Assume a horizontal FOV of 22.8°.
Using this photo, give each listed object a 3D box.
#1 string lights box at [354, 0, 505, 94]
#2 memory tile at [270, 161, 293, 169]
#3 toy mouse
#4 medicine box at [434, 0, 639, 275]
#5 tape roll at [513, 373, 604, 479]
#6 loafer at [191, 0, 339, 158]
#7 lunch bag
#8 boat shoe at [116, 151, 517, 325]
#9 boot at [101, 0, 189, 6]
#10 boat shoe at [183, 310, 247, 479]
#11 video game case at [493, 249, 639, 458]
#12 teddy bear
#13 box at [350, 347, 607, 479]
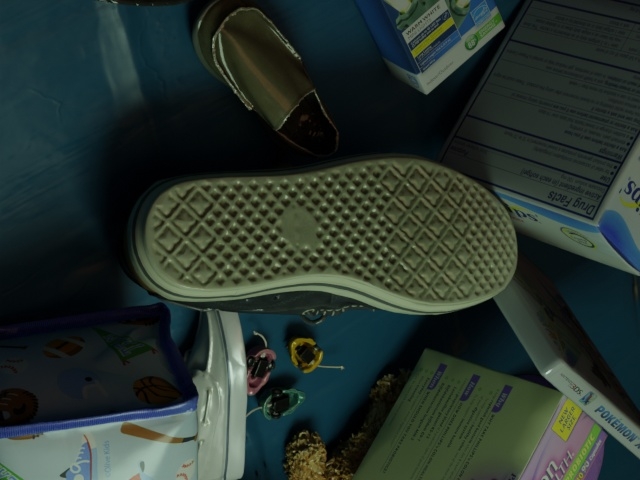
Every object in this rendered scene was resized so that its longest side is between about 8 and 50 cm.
[{"bbox_3d":[0.100,-0.307,1.799,0.133,0.076,0.260,-42,133,-11],"label":"string lights box"},{"bbox_3d":[-0.067,-0.014,1.874,0.148,0.012,0.113,-45,134,-9],"label":"memory tile"},{"bbox_3d":[-0.063,0.172,1.969,0.143,0.031,0.161,-51,135,-5],"label":"toy mouse"},{"bbox_3d":[0.328,-0.142,1.923,0.149,0.263,0.289,36,81,-45],"label":"medicine box"},{"bbox_3d":[0.283,0.335,2.307,0.274,0.090,0.275,-20,126,-30],"label":"tape roll"},{"bbox_3d":[-0.047,-0.177,1.744,0.094,0.087,0.251,-49,135,-6],"label":"loafer"},{"bbox_3d":[-0.328,0.271,1.674,0.385,0.239,0.328,-5,120,-16],"label":"lunch bag"},{"bbox_3d":[0.000,0.000,1.803,0.500,0.156,0.187,-1,83,-28],"label":"boat shoe"},{"bbox_3d":[-0.130,-0.361,1.571,0.338,0.118,0.223,-22,124,-42],"label":"boot"},{"bbox_3d":[-0.135,0.175,1.870,0.084,0.095,0.258,-6,111,-15],"label":"boat shoe"},{"bbox_3d":[0.290,0.106,2.020,0.036,0.329,0.300,-39,136,12],"label":"video game case"},{"bbox_3d":[0.053,0.327,2.099,0.338,0.113,0.245,-31,128,-22],"label":"teddy bear"},{"bbox_3d":[0.195,0.277,1.990,0.117,0.243,0.214,42,72,-39],"label":"box"}]
